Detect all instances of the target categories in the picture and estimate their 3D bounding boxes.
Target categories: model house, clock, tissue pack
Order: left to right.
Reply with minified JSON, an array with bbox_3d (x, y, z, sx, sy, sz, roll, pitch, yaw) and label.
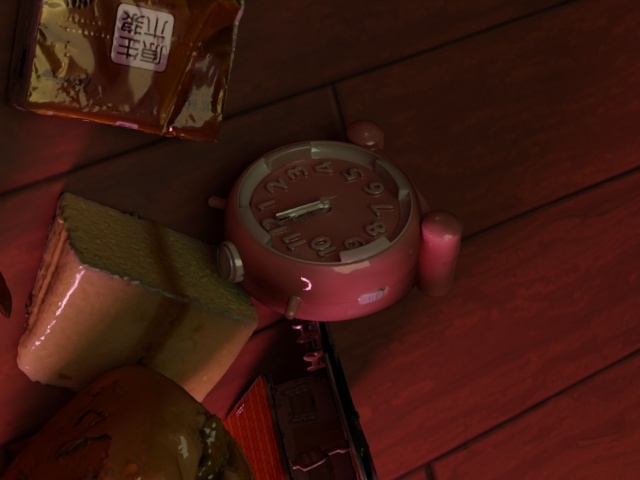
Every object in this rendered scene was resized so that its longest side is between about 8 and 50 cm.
[{"bbox_3d":[-0.202,-0.207,1.404,0.226,0.092,0.183,9,91,-28],"label":"tissue pack"},{"bbox_3d":[-0.027,0.233,1.459,0.154,0.294,0.207,-16,133,-2],"label":"model house"},{"bbox_3d":[0.000,0.000,1.481,0.241,0.227,0.142,-18,139,-24],"label":"clock"}]

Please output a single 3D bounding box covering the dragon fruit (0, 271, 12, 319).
[{"bbox_3d":[-0.400,0.060,1.248,0.224,0.224,0.227,6,88,-31],"label":"dragon fruit"}]

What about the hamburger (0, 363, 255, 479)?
[{"bbox_3d":[-0.222,0.275,1.328,0.304,0.284,0.174,-49,117,-10],"label":"hamburger"}]

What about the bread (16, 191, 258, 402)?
[{"bbox_3d":[-0.214,0.080,1.463,0.240,0.135,0.178,20,118,-31],"label":"bread"}]
